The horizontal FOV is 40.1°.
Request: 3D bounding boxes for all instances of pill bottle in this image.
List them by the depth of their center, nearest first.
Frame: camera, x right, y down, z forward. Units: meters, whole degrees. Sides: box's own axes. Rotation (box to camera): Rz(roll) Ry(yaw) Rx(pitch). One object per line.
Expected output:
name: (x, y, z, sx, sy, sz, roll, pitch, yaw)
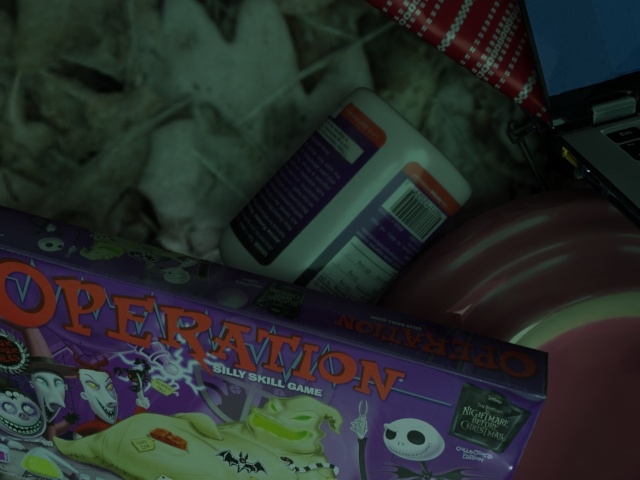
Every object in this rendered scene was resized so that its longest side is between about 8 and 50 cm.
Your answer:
pill bottle: (0.000, 0.000, 0.598, 0.108, 0.108, 0.193, 42, 96, -20)

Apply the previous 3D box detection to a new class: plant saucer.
plant saucer: (0.174, 0.127, 0.655, 0.332, 0.084, 0.332, -8, 118, -16)

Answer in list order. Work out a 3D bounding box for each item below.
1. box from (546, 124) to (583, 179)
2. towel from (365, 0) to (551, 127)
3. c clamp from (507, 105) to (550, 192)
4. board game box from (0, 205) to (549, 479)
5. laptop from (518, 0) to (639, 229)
box: (0.196, -0.090, 0.616, 0.062, 0.052, 0.083, -6, 105, -7)
towel: (0.158, -0.182, 0.560, 0.275, 0.031, 0.198, 32, 84, -7)
c clamp: (0.197, -0.130, 0.645, 0.161, 0.022, 0.137, -36, 106, 3)
board game box: (-0.054, 0.113, 0.562, 0.347, 0.056, 0.208, 14, 120, 7)
laptop: (0.324, -0.166, 0.462, 0.382, 0.408, 0.236, -16, 127, -9)
